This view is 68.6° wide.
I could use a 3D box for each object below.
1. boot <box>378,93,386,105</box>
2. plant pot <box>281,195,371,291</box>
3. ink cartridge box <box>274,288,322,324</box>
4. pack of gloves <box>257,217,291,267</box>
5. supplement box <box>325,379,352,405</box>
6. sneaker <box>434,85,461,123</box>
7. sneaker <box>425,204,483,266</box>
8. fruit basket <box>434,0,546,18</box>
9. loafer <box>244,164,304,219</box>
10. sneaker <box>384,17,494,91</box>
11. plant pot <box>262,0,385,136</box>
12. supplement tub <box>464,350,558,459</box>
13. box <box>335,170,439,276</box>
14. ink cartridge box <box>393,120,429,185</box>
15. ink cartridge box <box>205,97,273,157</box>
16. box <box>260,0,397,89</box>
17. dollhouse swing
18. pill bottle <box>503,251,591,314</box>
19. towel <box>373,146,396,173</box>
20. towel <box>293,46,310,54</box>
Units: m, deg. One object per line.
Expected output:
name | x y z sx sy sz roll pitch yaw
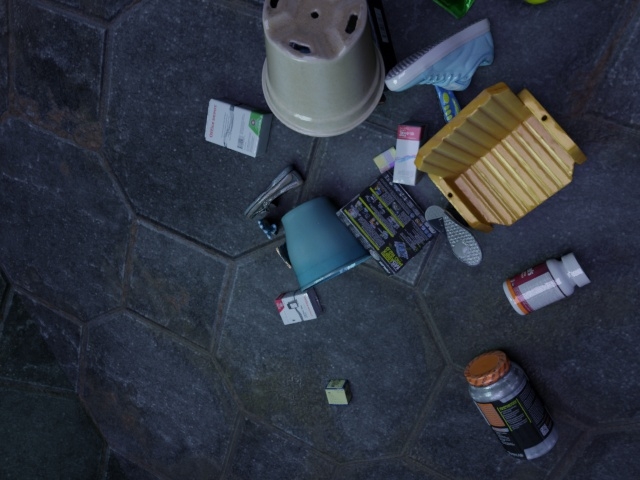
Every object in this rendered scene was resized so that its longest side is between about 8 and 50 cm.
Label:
boot | 0.072 -0.405 1.323 0.219 0.082 0.106 26 140 6
plant pot | 0.000 0.000 1.590 0.271 0.271 0.255 -31 82 28
ink cartridge box | -0.084 0.252 1.811 0.150 0.063 0.109 -17 101 26
pack of gloves | -0.143 -0.007 1.667 0.046 0.232 0.195 -37 94 3
supplement box | 0.072 0.608 1.879 0.083 0.056 0.083 -8 105 24
sneaker | 0.364 -0.430 1.383 0.067 0.078 0.188 -13 90 -4
sneaker | 0.436 -0.017 1.439 0.086 0.163 0.226 -47 62 25
fruit basket | 0.440 -0.728 1.156 0.391 0.283 0.392 6 100 35
loafer | -0.169 -0.155 1.687 0.084 0.096 0.267 45 116 -5
sneaker | 0.339 -0.459 1.254 0.365 0.135 0.150 -33 108 -16
plant pot | -0.001 -0.458 1.116 0.333 0.305 0.334 0 83 3
supplement tub | 0.624 0.537 1.554 0.193 0.193 0.316 -29 96 28
box | 0.217 -0.056 1.509 0.216 0.060 0.270 -41 91 -15
ink cartridge box | 0.278 -0.269 1.442 0.072 0.127 0.175 11 112 20
ink cartridge box | -0.287 -0.399 1.647 0.208 0.087 0.153 22 115 13
box | 0.039 -0.577 1.401 0.312 0.179 0.343 -12 104 26
dollhouse swing | 0.484 -0.204 1.273 0.347 0.305 0.315 -42 81 27
pill bottle | 0.684 0.130 1.425 0.221 0.121 0.121 -34 94 28
towel | 0.218 -0.263 1.536 0.083 0.009 0.060 -31 94 27
towel | -0.041 -0.516 1.337 0.119 0.029 0.067 3 110 22
